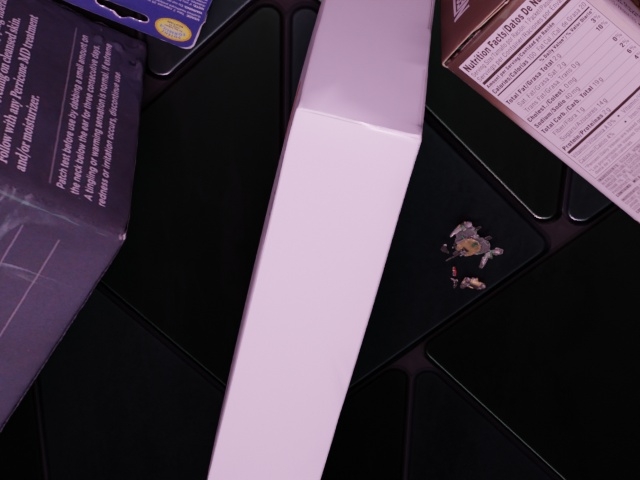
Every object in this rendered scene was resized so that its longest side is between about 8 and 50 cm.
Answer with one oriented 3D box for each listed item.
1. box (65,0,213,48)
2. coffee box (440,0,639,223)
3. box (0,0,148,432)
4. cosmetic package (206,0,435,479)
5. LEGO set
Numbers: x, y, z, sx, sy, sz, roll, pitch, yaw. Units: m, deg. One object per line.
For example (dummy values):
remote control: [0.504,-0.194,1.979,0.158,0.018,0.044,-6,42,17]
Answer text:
box: [-0.130,-0.250,1.122,0.136,0.036,0.225,21,143,-10]
coffee box: [0.240,-0.123,1.126,0.297,0.168,0.119,36,118,-17]
box: [-0.456,-0.014,1.146,0.471,0.297,0.480,25,122,-19]
cosmetic package: [0.000,0.000,1.156,0.097,0.284,0.377,13,122,-3]
LEGO set: [0.135,0.010,1.310,0.054,0.023,0.083,17,136,-4]
